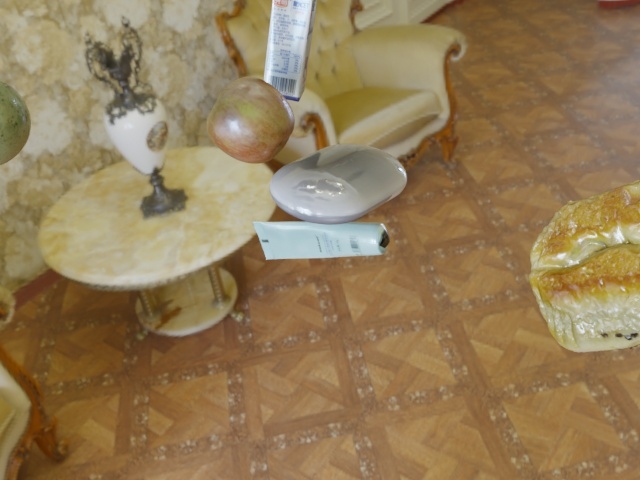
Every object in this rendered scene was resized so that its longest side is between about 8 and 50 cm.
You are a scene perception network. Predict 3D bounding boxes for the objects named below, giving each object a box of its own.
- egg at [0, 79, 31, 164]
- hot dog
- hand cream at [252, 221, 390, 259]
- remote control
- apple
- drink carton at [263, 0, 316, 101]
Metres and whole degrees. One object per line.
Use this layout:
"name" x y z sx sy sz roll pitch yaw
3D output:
"egg" -0.646 -0.215 1.216 0.228 0.177 0.177 -12 29 -38
"hot dog" 0.614 0.054 1.368 0.365 0.196 0.367 -17 51 40
"hand cream" 0.000 0.000 1.511 0.321 0.109 0.067 -2 36 24
"remote control" 0.041 -0.123 1.397 0.221 0.103 0.332 24 34 30
"apple" -0.155 -0.266 1.511 0.174 0.188 0.188 37 43 0
"drink carton" -0.078 -0.534 1.740 0.107 0.315 0.130 9 27 0
